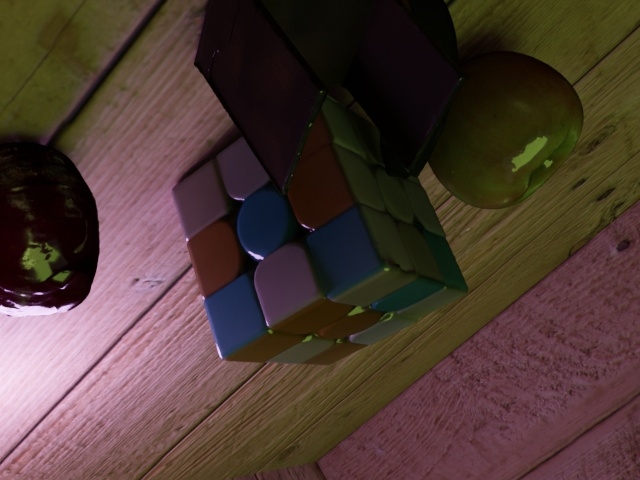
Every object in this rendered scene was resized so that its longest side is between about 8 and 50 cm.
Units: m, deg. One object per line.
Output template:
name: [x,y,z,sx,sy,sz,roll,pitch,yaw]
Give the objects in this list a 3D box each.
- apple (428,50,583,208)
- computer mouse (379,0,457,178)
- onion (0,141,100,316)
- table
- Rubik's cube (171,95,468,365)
apple: [0.349,-0.225,1.411,0.319,0.277,0.319,-36,157,-18]
computer mouse: [0.161,-0.261,1.146,0.183,0.116,0.324,-27,119,-66]
onion: [-0.413,-0.013,1.003,0.216,0.206,0.207,-3,141,-45]
table: [0.005,-0.245,0.988,0.250,0.282,0.196,-13,147,-33]
Rubik's cube: [0.000,0.000,1.258,0.344,0.347,0.347,-30,154,23]
